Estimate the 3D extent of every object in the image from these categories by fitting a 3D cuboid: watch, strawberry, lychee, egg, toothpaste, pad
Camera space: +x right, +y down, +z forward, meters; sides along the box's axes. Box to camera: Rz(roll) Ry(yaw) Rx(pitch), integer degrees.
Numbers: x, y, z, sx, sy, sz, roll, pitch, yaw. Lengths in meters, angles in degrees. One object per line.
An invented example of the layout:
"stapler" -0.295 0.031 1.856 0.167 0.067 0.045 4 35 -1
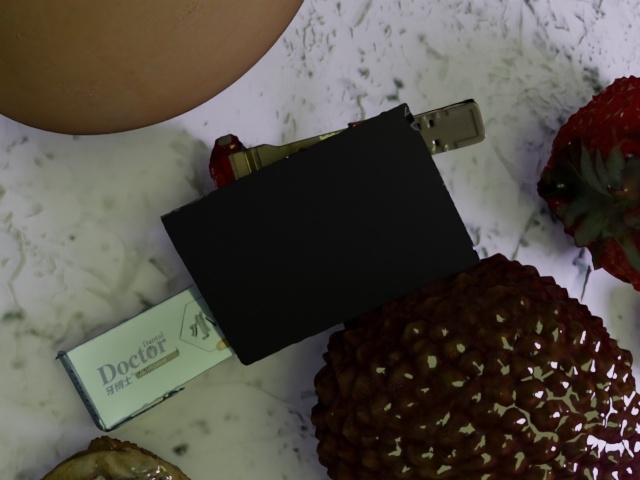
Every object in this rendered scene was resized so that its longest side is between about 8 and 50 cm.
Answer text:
"watch" 0.027 -0.083 0.803 0.269 0.165 0.102 -15 95 10
"strawberry" 0.398 -0.080 0.976 0.258 0.261 0.261 -32 101 -21
"lychee" 0.157 0.164 0.810 0.331 0.306 0.305 -23 97 -13
"egg" -0.153 -0.256 0.674 0.301 0.301 0.373 31 74 -22
"toothpaste" -0.094 0.071 0.814 0.313 0.071 0.089 -29 95 -25
"pad" 0.000 0.000 0.740 0.243 0.004 0.163 -24 105 9

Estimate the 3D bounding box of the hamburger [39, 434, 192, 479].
"hamburger" -0.188 0.276 0.735 0.183 0.130 0.206 36 90 -19
